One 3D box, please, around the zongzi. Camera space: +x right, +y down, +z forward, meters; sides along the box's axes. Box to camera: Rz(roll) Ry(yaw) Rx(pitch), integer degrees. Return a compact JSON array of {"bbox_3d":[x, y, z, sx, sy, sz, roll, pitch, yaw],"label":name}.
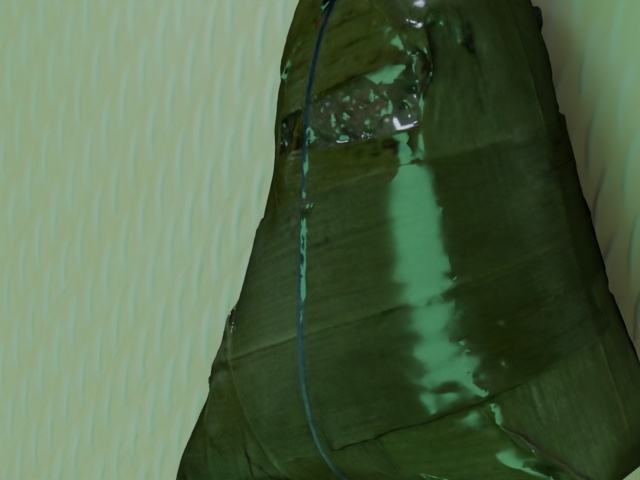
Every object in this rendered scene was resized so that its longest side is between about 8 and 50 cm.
[{"bbox_3d":[0.000,0.000,1.168,0.393,0.174,0.356,-9,96,44],"label":"zongzi"}]
